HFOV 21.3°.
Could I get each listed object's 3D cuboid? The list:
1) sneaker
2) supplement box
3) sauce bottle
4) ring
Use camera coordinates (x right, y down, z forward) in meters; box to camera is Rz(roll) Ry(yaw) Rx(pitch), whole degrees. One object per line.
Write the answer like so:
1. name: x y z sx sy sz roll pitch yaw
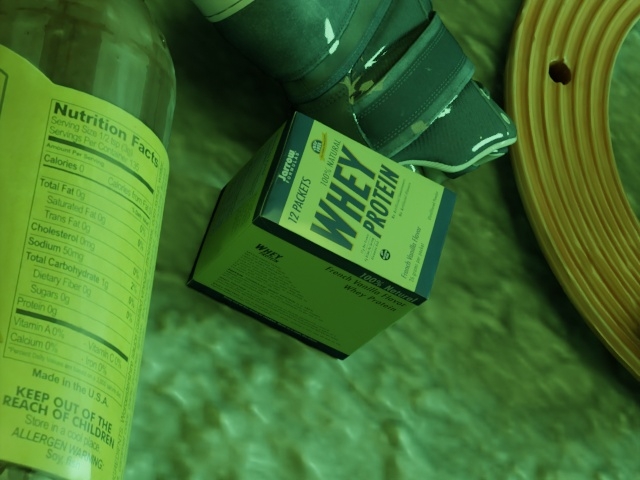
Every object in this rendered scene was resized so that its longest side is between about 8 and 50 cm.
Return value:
1. sneaker: 0.034 -0.114 0.821 0.163 0.086 0.226 50 40 -16
2. supplement box: 0.000 0.000 0.746 0.083 0.083 0.056 26 59 -14
3. sauce bottle: -0.116 -0.024 0.685 0.111 0.111 0.344 17 59 -20
4. ring: 0.241 -0.035 0.919 0.336 0.032 0.336 12 62 -23
